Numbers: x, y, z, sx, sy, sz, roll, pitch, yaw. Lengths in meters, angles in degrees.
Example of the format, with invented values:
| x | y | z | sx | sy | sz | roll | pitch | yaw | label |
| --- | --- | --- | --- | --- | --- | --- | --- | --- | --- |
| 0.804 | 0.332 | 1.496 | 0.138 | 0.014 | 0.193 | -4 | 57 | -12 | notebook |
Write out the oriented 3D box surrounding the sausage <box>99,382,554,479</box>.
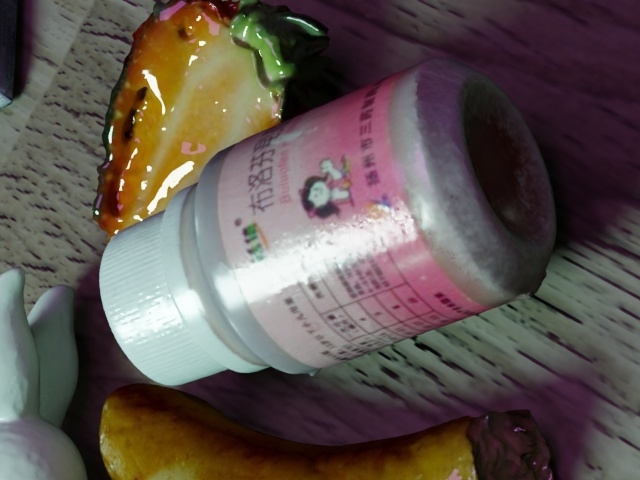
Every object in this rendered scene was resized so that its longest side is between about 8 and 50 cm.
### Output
| x | y | z | sx | sy | sz | roll | pitch | yaw | label |
| --- | --- | --- | --- | --- | --- | --- | --- | --- | --- |
| -0.010 | 0.138 | 1.043 | 0.302 | 0.076 | 0.103 | 0 | 66 | 35 | sausage |

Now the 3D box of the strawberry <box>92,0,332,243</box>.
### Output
| x | y | z | sx | sy | sz | roll | pitch | yaw | label |
| --- | --- | --- | --- | --- | --- | --- | --- | --- | --- |
| -0.063 | -0.076 | 1.154 | 0.140 | 0.085 | 0.192 | 10 | 101 | 22 | strawberry |

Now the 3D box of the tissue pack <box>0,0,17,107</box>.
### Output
| x | y | z | sx | sy | sz | roll | pitch | yaw | label |
| --- | --- | --- | --- | --- | --- | --- | --- | --- | --- |
| -0.276 | -0.161 | 1.362 | 0.112 | 0.051 | 0.156 | -16 | 64 | 29 | tissue pack |

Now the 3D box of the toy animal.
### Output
| x | y | z | sx | sy | sz | roll | pitch | yaw | label |
| --- | --- | --- | --- | --- | --- | --- | --- | --- | --- |
| -0.199 | 0.135 | 1.163 | 0.130 | 0.103 | 0.221 | -28 | 59 | 26 | toy animal |

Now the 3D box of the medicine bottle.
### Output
| x | y | z | sx | sy | sz | roll | pitch | yaw | label |
| --- | --- | --- | --- | --- | --- | --- | --- | --- | --- |
| 0.000 | 0.000 | 1.037 | 0.247 | 0.147 | 0.147 | -21 | 62 | 27 | medicine bottle |
